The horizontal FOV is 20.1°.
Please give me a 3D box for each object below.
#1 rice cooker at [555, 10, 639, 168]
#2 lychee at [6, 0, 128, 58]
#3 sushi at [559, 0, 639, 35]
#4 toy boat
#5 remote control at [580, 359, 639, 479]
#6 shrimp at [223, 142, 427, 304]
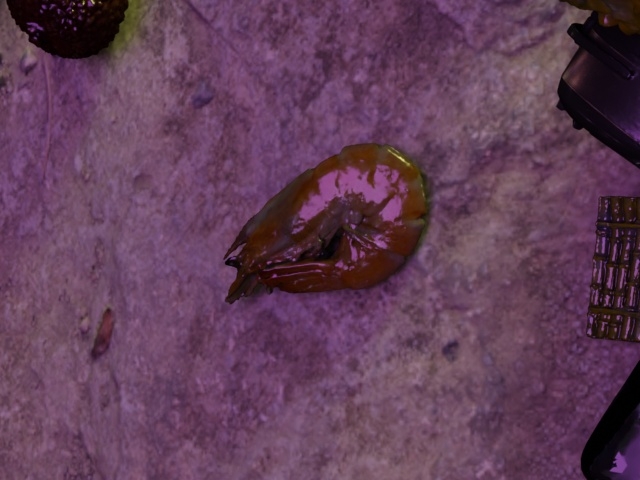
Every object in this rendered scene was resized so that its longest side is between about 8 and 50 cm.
[{"bbox_3d":[0.256,-0.109,1.376,0.165,0.112,0.106,35,109,32],"label":"rice cooker"},{"bbox_3d":[-0.234,-0.236,1.674,0.123,0.123,0.129,24,89,30],"label":"lychee"},{"bbox_3d":[0.288,-0.320,1.231,0.240,0.351,0.396,31,97,27],"label":"sushi"},{"bbox_3d":[0.240,0.022,1.421,0.063,0.016,0.115,3,86,43],"label":"toy boat"},{"bbox_3d":[0.343,0.056,1.339,0.144,0.062,0.398,40,105,26],"label":"remote control"},{"bbox_3d":[-0.001,0.000,1.555,0.217,0.051,0.115,-33,72,21],"label":"shrimp"}]
